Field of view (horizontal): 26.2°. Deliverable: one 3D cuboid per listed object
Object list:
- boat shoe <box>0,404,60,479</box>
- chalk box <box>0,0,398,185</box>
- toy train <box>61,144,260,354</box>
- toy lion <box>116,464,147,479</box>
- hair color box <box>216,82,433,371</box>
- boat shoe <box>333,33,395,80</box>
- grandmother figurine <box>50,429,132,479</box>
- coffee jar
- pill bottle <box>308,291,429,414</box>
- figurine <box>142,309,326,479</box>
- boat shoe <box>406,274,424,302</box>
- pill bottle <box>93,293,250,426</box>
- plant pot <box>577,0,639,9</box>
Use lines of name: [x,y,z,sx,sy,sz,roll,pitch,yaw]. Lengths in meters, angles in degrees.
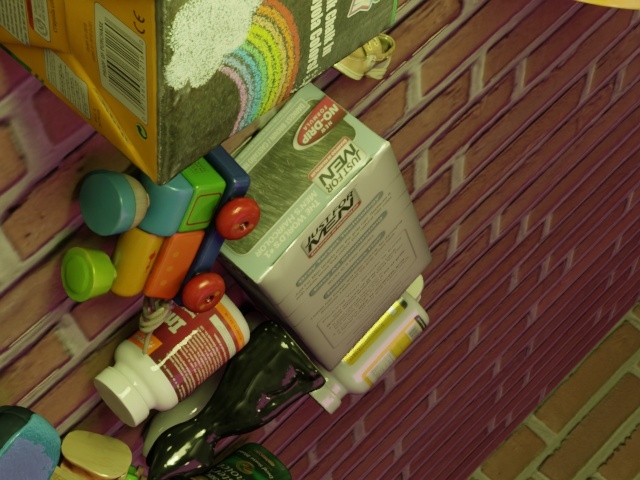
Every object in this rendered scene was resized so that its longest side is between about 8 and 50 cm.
boat shoe: [-0.337,0.265,1.250,0.258,0.089,0.109,-46,128,-17]
chalk box: [-0.056,-0.211,0.896,0.289,0.179,0.180,-39,156,-29]
toy train: [-0.166,0.029,1.211,0.143,0.105,0.248,-10,137,-44]
toy lion: [-0.232,0.298,1.556,0.096,0.034,0.100,-66,-170,-4]
hair color box: [0.000,0.000,1.465,0.185,0.113,0.374,-47,160,-6]
boat shoe: [0.035,-0.183,1.315,0.045,0.050,0.135,-59,167,16]
grandmother figurine: [-0.302,0.366,1.505,0.208,0.104,0.342,-36,156,-46]
coffee jar: [-0.126,0.339,1.823,0.184,0.096,0.079,-21,142,-53]
pill bottle: [0.049,0.138,1.816,0.184,0.103,0.103,-46,159,-7]
figurine: [-0.114,0.179,1.516,0.209,0.092,0.215,-41,-172,-6]
boat shoe: [0.078,0.118,1.911,0.184,0.066,0.063,-55,160,-12]
pill bottle: [-0.152,0.117,1.397,0.152,0.086,0.086,-41,158,-23]
plant pot: [0.269,-0.343,1.322,0.205,0.205,0.188,-22,131,-51]
